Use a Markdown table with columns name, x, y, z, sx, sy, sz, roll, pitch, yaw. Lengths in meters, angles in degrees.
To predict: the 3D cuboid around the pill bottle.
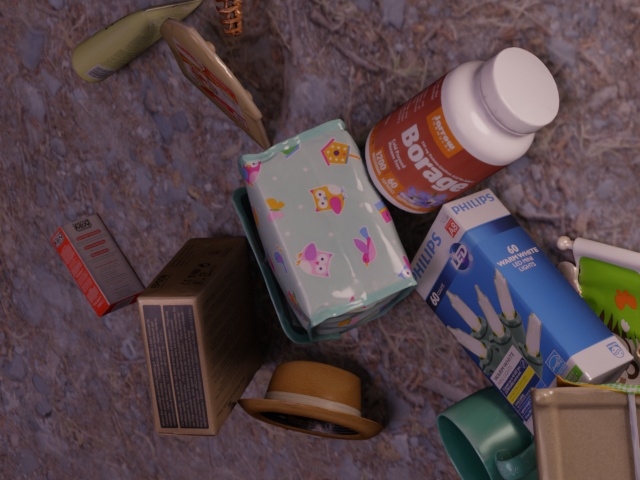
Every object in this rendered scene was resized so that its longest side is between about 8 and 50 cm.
| name | x | y | z | sx | sy | sz | roll | pitch | yaw |
| --- | --- | --- | --- | --- | --- | --- | --- | --- | --- |
| pill bottle | 0.155 | -0.122 | 1.734 | 0.216 | 0.121 | 0.121 | -34 | 83 | 48 |

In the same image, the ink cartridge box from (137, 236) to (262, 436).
| name | x | y | z | sx | sy | sz | roll | pitch | yaw |
| --- | --- | --- | --- | --- | --- | --- | --- | --- | --- |
| ink cartridge box | -0.154 | 0.121 | 2.073 | 0.088 | 0.235 | 0.193 | -1 | 108 | 13 |

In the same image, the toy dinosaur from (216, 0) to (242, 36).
| name | x | y | z | sx | sy | sz | roll | pitch | yaw |
| --- | --- | --- | --- | --- | --- | --- | --- | --- | --- |
| toy dinosaur | -0.183 | -0.406 | 1.945 | 0.218 | 0.164 | 0.322 | -26 | 66 | 32 |

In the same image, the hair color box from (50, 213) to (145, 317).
| name | x | y | z | sx | sy | sz | roll | pitch | yaw |
| --- | --- | --- | --- | --- | --- | --- | --- | --- | --- |
| hair color box | -0.328 | 0.036 | 2.338 | 0.141 | 0.072 | 0.043 | 57 | 137 | 11 |

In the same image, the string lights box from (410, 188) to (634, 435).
| name | x | y | z | sx | sy | sz | roll | pitch | yaw |
| --- | --- | --- | --- | --- | --- | --- | --- | --- | --- |
| string lights box | 0.217 | 0.083 | 1.777 | 0.260 | 0.076 | 0.133 | 51 | 141 | 24 |

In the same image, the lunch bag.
| name | x | y | z | sx | sy | sz | roll | pitch | yaw |
| --- | --- | --- | --- | --- | --- | --- | --- | --- | --- |
| lunch bag | 0.000 | 0.000 | 1.887 | 0.262 | 0.160 | 0.223 | 110 | 137 | -80 |

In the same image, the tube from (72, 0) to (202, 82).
| name | x | y | z | sx | sy | sz | roll | pitch | yaw |
| --- | --- | --- | --- | --- | --- | --- | --- | --- | --- |
| tube | -0.251 | -0.275 | 2.117 | 0.062 | 0.070 | 0.240 | 36 | 150 | -23 |

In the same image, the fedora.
| name | x | y | z | sx | sy | sz | roll | pitch | yaw |
| --- | --- | --- | --- | --- | --- | --- | --- | --- | --- |
| fedora | -0.009 | 0.203 | 2.054 | 0.194 | 0.194 | 0.079 | -4 | 68 | 46 |

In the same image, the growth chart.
| name | x | y | z | sx | sy | sz | roll | pitch | yaw |
| --- | --- | --- | --- | --- | --- | --- | --- | --- | --- |
| growth chart | 0.331 | 0.112 | 1.737 | 0.172 | 0.021 | 0.237 | 6 | 111 | 45 |

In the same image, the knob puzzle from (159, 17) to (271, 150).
| name | x | y | z | sx | sy | sz | roll | pitch | yaw |
| --- | --- | --- | --- | --- | --- | --- | --- | --- | --- |
| knob puzzle | -0.133 | -0.217 | 1.998 | 0.213 | 0.030 | 0.213 | 46 | 170 | 10 |

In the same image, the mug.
| name | x | y | z | sx | sy | sz | roll | pitch | yaw |
| --- | --- | --- | --- | --- | --- | --- | --- | --- | --- |
| mug | 0.216 | 0.240 | 1.830 | 0.158 | 0.097 | 0.129 | 47 | 159 | 46 |

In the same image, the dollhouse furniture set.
| name | x | y | z | sx | sy | sz | roll | pitch | yaw |
| --- | --- | --- | --- | --- | --- | --- | --- | --- | --- |
| dollhouse furniture set | 0.339 | 0.272 | 1.710 | 0.197 | 0.151 | 0.302 | -2 | 104 | 18 |
